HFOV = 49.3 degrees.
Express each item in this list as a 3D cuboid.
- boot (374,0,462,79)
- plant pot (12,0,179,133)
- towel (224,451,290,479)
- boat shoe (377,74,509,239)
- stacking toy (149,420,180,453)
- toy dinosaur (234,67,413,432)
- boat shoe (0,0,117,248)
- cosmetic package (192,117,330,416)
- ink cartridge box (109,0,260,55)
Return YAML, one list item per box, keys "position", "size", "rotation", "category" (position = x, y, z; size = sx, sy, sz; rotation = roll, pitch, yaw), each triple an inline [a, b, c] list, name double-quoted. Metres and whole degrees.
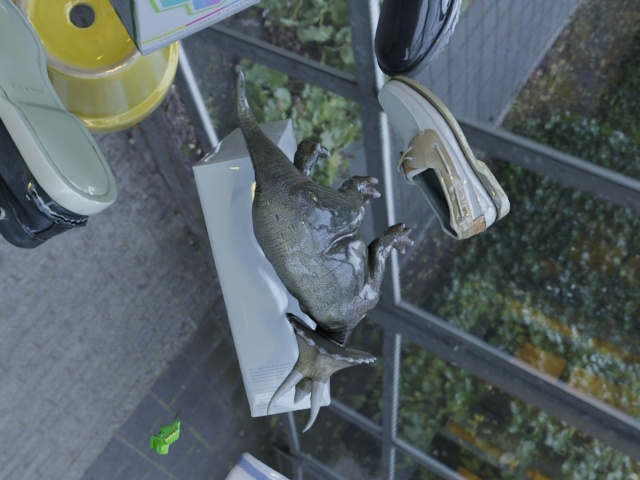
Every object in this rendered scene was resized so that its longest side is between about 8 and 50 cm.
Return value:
- position: [0.076, -0.512, 1.095]
  size: [0.445, 0.146, 0.367]
  rotation: [25, 87, -48]
  category: "boot"
- position: [-0.321, -0.286, 0.967]
  size: [0.254, 0.254, 0.239]
  rotation: [-61, -166, -5]
  category: "plant pot"
- position: [-0.109, 0.497, 1.066]
  size: [0.285, 0.209, 0.034]
  rotation: [-56, 172, -16]
  category: "towel"
- position: [0.182, -0.139, 1.156]
  size: [0.103, 0.302, 0.113]
  rotation: [-34, 169, -13]
  category: "boat shoe"
- position: [-0.247, 0.374, 0.941]
  size: [0.221, 0.052, 0.167]
  rotation: [-45, 150, -61]
  category: "stacking toy"
- position: [0.000, 0.000, 0.620]
  size: [0.160, 0.121, 0.313]
  rotation: [-57, 137, -55]
  category: "toy dinosaur"
- position: [-0.321, -0.138, 0.671]
  size: [0.113, 0.340, 0.127]
  rotation: [-39, 168, 17]
  category: "boat shoe"
- position: [-0.059, 0.004, 0.895]
  size: [0.377, 0.097, 0.284]
  rotation: [-90, 171, -76]
  category: "cosmetic package"
- position: [-0.086, -0.200, 0.451]
  size: [0.109, 0.062, 0.209]
  rotation: [-31, -178, -13]
  category: "ink cartridge box"
